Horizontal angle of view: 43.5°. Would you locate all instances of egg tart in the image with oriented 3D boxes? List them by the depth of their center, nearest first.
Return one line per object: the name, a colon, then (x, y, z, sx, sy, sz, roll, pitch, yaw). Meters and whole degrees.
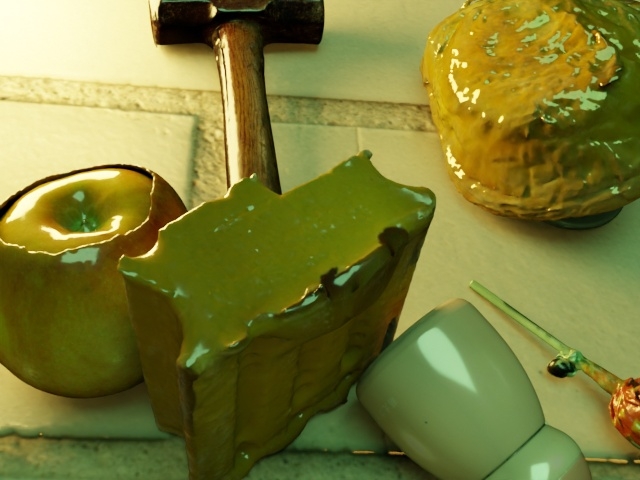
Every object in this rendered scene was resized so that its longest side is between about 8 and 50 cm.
egg tart: (0.284, -0.194, 0.978, 0.339, 0.153, 0.352, -12, 61, 17)

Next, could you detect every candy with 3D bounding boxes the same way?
candy: (0.274, 0.124, 0.864, 0.078, 0.084, 0.287, -37, 58, -25)

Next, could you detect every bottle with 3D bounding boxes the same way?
bottle: (0.157, 0.185, 0.759, 0.147, 0.148, 0.236, -32, 71, -26)

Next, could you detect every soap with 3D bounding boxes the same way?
soap: (-0.034, 0.077, 0.723, 0.259, 0.281, 0.143, -30, 60, -27)

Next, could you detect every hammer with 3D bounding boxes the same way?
hammer: (-0.096, -0.196, 1.041, 0.242, 0.095, 0.409, -3, 56, -10)

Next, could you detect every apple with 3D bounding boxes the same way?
apple: (-0.220, 0.033, 0.779, 0.236, 0.208, 0.237, 5, 51, -6)

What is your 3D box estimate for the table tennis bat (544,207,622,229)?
table tennis bat: (0.300, -0.114, 1.060, 0.152, 0.040, 0.244, -22, 61, -16)
